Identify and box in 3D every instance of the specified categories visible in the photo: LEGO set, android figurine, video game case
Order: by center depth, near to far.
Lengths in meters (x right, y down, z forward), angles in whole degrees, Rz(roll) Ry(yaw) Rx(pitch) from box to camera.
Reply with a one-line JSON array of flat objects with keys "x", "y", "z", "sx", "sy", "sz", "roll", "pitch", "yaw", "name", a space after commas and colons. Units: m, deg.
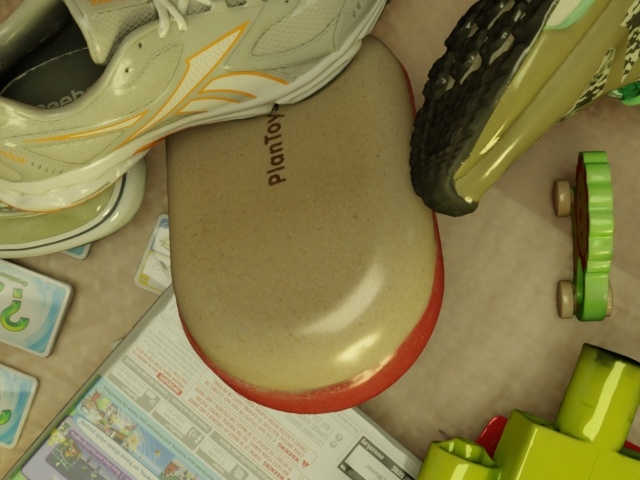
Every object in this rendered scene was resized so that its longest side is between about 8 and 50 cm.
[{"x": 0.159, "y": 0.204, "z": 0.798, "sx": 0.248, "sy": 0.056, "sz": 0.273, "roll": 18, "pitch": 94, "yaw": -12, "name": "android figurine"}, {"x": -0.059, "y": 0.155, "z": 0.807, "sx": 0.212, "sy": 0.023, "sz": 0.193, "roll": 41, "pitch": 84, "yaw": -2, "name": "video game case"}, {"x": -0.121, "y": 0.070, "z": 0.841, "sx": 0.244, "sy": 0.060, "sz": 0.182, "roll": 22, "pitch": 96, "yaw": 2, "name": "LEGO set"}]

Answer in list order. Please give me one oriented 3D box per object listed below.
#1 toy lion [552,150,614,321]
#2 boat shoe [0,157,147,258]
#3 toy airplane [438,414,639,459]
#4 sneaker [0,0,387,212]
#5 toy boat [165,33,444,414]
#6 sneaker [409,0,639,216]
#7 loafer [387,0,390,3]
[{"x": 0.157, "y": -0.002, "z": 0.803, "sx": 0.034, "sy": 0.096, "sz": 0.100, "roll": -2, "pitch": 91, "yaw": 3, "name": "toy lion"}, {"x": -0.255, "y": -0.052, "z": 0.810, "sx": 0.302, "sy": 0.094, "sz": 0.109, "roll": 8, "pitch": 89, "yaw": 10, "name": "boat shoe"}, {"x": 0.131, "y": 0.165, "z": 0.840, "sx": 0.151, "sy": 0.028, "sz": 0.151, "roll": 0, "pitch": 89, "yaw": 2, "name": "toy airplane"}, {"x": -0.076, "y": -0.109, "z": 0.711, "sx": 0.262, "sy": 0.121, "sz": 0.099, "roll": -33, "pitch": 72, "yaw": -3, "name": "sneaker"}, {"x": 0.000, "y": 0.000, "z": 0.793, "sx": 0.151, "sy": 0.151, "sz": 0.231, "roll": -17, "pitch": 49, "yaw": 12, "name": "toy boat"}, {"x": 0.222, "y": -0.130, "z": 0.729, "sx": 0.410, "sy": 0.158, "sz": 0.182, "roll": -42, "pitch": 95, "yaw": -16, "name": "sneaker"}, {"x": 0.043, "y": -0.267, "z": 0.821, "sx": 0.084, "sy": 0.096, "sz": 0.268, "roll": 18, "pitch": 85, "yaw": 22, "name": "loafer"}]
